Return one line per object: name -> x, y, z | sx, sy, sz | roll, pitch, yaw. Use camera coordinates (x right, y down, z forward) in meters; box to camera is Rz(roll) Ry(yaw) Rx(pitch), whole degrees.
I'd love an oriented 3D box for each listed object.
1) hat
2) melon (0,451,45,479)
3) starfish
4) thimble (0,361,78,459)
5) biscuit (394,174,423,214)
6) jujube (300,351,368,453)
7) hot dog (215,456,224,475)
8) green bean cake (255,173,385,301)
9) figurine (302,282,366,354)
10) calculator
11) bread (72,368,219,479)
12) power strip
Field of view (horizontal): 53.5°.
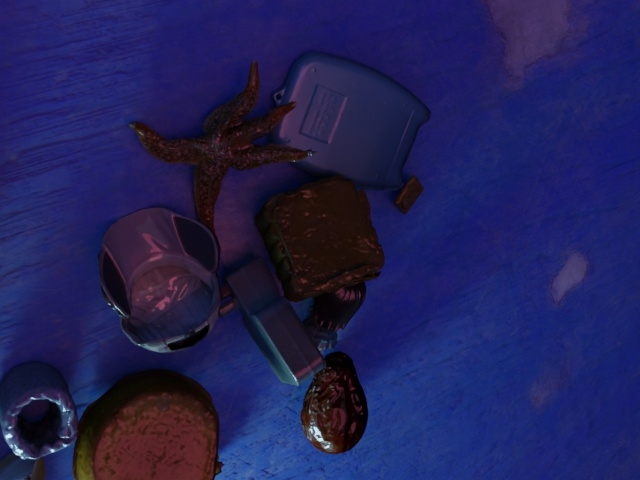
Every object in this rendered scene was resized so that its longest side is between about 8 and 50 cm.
hat -> -0.306, 0.076, 1.203 | 0.232, 0.161, 0.275 | -30, 99, -31
melon -> -0.589, 0.464, 1.234 | 0.139, 0.093, 0.203 | 10, 137, -7
starfish -> -0.154, -0.172, 1.207 | 0.293, 0.084, 0.302 | -33, 119, -5
thimble -> -0.526, 0.316, 1.178 | 0.127, 0.118, 0.152 | -18, 118, -27
biscuit -> 0.209, -0.106, 1.494 | 0.081, 0.018, 0.083 | -55, 151, -1
jujube -> 0.035, 0.389, 1.526 | 0.168, 0.168, 0.237 | -5, 105, -30
hot dog -> -0.327, 0.510, 1.404 | 0.250, 0.076, 0.104 | 8, 104, -31
green bean cake -> 0.000, 0.000, 1.320 | 0.223, 0.131, 0.230 | -18, 83, -24
figurine -> 0.009, 0.166, 1.449 | 0.137, 0.110, 0.246 | 16, 108, -34
calculator -> 0.065, -0.243, 1.350 | 0.386, 0.054, 0.256 | 15, 102, -31
bread -> -0.335, 0.413, 1.266 | 0.312, 0.172, 0.313 | 3, 82, -24
power strip -> -0.119, 0.179, 1.312 | 0.141, 0.229, 0.261 | -31, 89, -16
